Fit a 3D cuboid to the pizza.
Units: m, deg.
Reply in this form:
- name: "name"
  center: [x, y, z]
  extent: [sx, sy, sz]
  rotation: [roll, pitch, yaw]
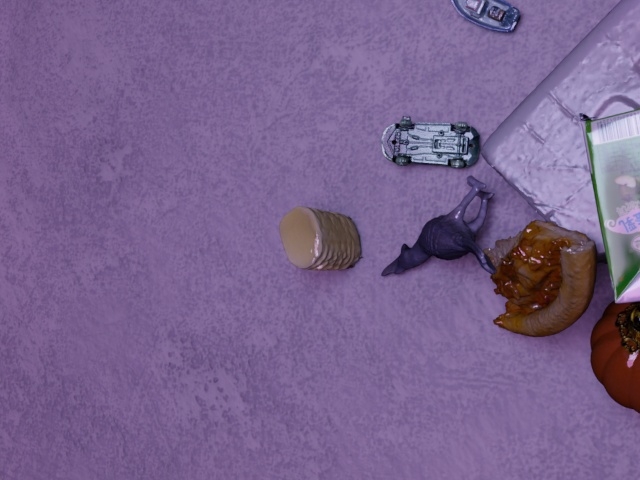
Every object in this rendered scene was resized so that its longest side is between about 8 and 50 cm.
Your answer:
- name: "pizza"
  center: [0.348, 0.067, 1.368]
  extent: [0.073, 0.365, 0.182]
  rotation: [-36, 82, -19]

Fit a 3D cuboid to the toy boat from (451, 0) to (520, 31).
- name: "toy boat"
  center: [0.297, -0.425, 1.537]
  extent: [0.140, 0.066, 0.059]
  rotation: [31, 106, 25]

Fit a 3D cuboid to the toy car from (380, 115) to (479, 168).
- name: "toy car"
  center: [0.207, -0.183, 1.580]
  extent: [0.186, 0.058, 0.094]
  rotation: [4, 90, 15]

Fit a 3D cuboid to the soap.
- name: "soap"
  center: [0.529, -0.177, 1.337]
  extent: [0.435, 0.213, 0.350]
  rotation: [-44, 72, 20]

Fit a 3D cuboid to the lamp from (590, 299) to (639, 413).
- name: "lamp"
  center: [0.541, 0.173, 1.327]
  extent: [0.223, 0.197, 0.223]
  rotation: [-17, 45, 17]

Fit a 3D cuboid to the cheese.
- name: "cheese"
  center: [0.000, 0.000, 1.617]
  extent: [0.093, 0.167, 0.123]
  rotation: [-17, 79, 29]

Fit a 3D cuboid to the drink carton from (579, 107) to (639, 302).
- name: "drink carton"
  center: [0.447, -0.052, 1.175]
  extent: [0.108, 0.161, 0.271]
  rotation: [-10, 85, 26]

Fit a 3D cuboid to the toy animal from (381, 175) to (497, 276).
- name: "toy animal"
  center: [0.247, -0.020, 1.494]
  extent: [0.081, 0.367, 0.206]
  rotation: [39, 74, -15]
